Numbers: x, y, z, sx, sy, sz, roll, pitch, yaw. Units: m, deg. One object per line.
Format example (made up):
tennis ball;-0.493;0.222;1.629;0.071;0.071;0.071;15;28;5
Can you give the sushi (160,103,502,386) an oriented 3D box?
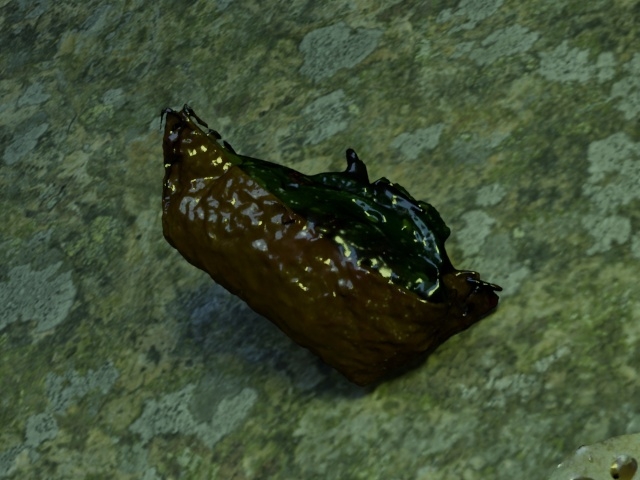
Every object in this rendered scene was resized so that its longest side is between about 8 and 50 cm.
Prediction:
sushi;-0.001;0.001;1.047;0.287;0.149;0.140;37;104;19

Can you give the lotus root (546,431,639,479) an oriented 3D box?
lotus root;0.187;0.171;0.741;0.112;0.081;0.122;-14;40;29
